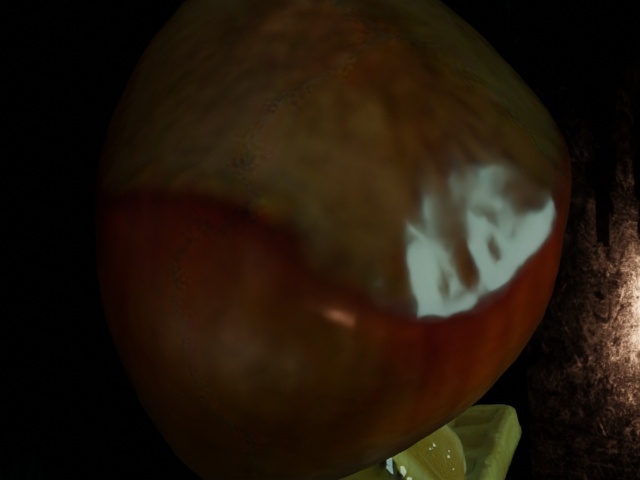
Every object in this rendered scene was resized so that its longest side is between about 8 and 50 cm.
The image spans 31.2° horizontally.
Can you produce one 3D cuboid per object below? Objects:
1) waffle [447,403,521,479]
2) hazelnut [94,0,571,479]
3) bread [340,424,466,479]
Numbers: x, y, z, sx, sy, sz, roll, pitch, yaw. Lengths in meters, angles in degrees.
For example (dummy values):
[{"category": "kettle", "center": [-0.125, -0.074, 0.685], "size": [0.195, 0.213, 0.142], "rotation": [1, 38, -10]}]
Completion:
[{"category": "waffle", "center": [0.145, 0.283, 1.415], "size": [0.274, 0.168, 0.057], "rotation": [-48, 127, -63]}, {"category": "hazelnut", "center": [0.002, -0.005, 0.796], "size": [0.366, 0.366, 0.365], "rotation": [-2, 90, -72]}, {"category": "bread", "center": [0.034, 0.180, 1.068], "size": [0.305, 0.091, 0.142], "rotation": [44, 27, -32]}]
